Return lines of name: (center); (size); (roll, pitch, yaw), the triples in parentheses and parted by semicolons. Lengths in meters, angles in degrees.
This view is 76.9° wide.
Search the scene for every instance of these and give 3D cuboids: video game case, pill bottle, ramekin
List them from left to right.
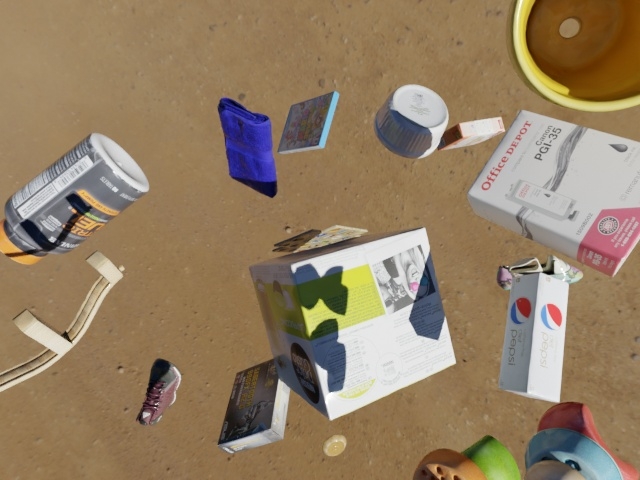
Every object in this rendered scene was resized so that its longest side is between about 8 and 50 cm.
pill bottle: (-0.437, -0.064, 0.700); (0.246, 0.130, 0.130); (-37, 79, 2)
video game case: (-0.031, -0.249, 0.870); (0.166, 0.015, 0.119); (9, 82, 54)
ramekin: (0.268, -0.352, 1.169); (0.207, 0.109, 0.207); (5, 63, -10)

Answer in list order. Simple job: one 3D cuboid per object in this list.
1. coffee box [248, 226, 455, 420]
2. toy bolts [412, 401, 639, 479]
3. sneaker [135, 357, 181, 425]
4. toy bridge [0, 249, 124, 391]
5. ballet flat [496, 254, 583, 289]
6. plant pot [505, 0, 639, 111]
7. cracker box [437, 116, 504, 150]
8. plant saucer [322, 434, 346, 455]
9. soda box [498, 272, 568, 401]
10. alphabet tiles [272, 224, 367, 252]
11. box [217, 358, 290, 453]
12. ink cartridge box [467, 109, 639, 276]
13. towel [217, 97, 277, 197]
coffee box: (0.061, 0.177, 1.000); (0.339, 0.338, 0.334); (-15, 92, -24)
toy bolts: (0.226, 0.302, 0.429); (0.228, 0.159, 0.218); (-53, 56, 28)
sneaker: (-0.569, 0.548, 1.400); (0.107, 0.162, 0.281); (18, 127, 4)
toy bridge: (-0.271, 0.091, 0.397); (0.026, 0.063, 0.188); (29, 61, 26)
ballet flat: (0.588, 0.080, 1.081); (0.222, 0.077, 0.079); (-7, 113, 7)
plant pot: (0.414, -0.337, 0.619); (0.254, 0.239, 0.253); (6, 113, 14)
cracker box: (0.615, -0.439, 1.668); (0.233, 0.156, 0.067); (-15, 88, -23)
plant saucer: (0.047, 0.665, 1.299); (0.084, 0.015, 0.083); (-6, 110, -17)
soda box: (0.389, 0.172, 0.735); (0.069, 0.074, 0.216); (19, 72, -11)
alphabet tiles: (0.000, 0.000, 1.494); (0.285, 0.343, 0.011); (-20, 76, 31)
box: (-0.175, 0.451, 1.121); (0.183, 0.231, 0.056); (-27, 120, 23)
ink cartridge box: (0.457, -0.095, 0.756); (0.283, 0.117, 0.207); (33, 91, 34)
towel: (-0.249, -0.303, 1.363); (0.228, 0.308, 0.076); (33, 55, 29)
